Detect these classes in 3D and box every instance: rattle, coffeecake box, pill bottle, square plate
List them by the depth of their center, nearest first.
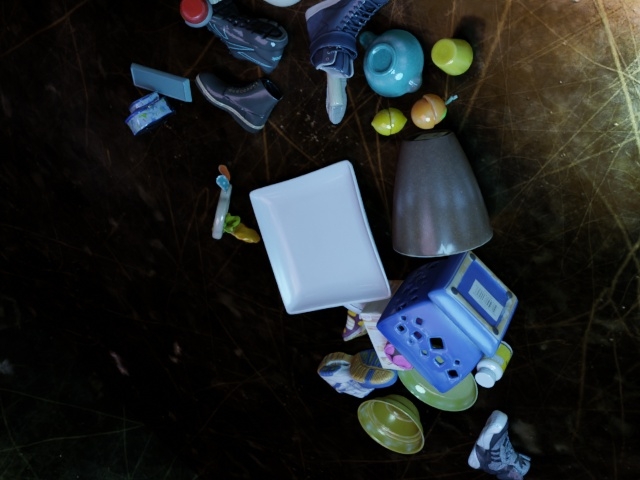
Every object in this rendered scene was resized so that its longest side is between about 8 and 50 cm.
[{"bbox_3d":[0.425,0.305,1.766,0.065,0.116,0.065,21,135,23],"label":"pill bottle"},{"bbox_3d":[0.000,0.000,1.813,0.344,0.049,0.347,-14,96,39],"label":"square plate"},{"bbox_3d":[0.189,0.218,1.853,0.068,0.142,0.185,-2,123,38],"label":"coffeecake box"},{"bbox_3d":[-0.226,-0.095,1.966,0.142,0.130,0.200,19,108,9],"label":"rattle"}]

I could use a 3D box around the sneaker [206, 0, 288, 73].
[{"bbox_3d":[-0.201,-0.466,1.602,0.267,0.101,0.106,32,140,12],"label":"sneaker"}]

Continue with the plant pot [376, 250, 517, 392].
[{"bbox_3d":[0.309,0.170,1.661,0.236,0.236,0.212,45,133,-3],"label":"plant pot"}]

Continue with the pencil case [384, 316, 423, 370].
[{"bbox_3d":[0.234,0.232,1.780,0.095,0.209,0.098,12,128,29],"label":"pencil case"}]

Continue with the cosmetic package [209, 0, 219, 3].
[{"bbox_3d":[-0.270,-0.665,1.476,0.160,0.113,0.309,17,134,27],"label":"cosmetic package"}]

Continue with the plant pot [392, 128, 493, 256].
[{"bbox_3d":[0.243,-0.111,1.509,0.215,0.215,0.230,2,111,36],"label":"plant pot"}]

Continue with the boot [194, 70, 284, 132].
[{"bbox_3d":[-0.190,-0.366,1.709,0.198,0.077,0.137,36,136,-13],"label":"boot"}]

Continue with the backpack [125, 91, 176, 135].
[{"bbox_3d":[-0.459,-0.334,1.892,0.084,0.114,0.105,56,151,-9],"label":"backpack"}]

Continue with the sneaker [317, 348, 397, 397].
[{"bbox_3d":[0.130,0.398,2.097,0.296,0.112,0.131,-5,130,50],"label":"sneaker"}]

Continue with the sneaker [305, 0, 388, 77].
[{"bbox_3d":[0.067,-0.406,1.373,0.226,0.163,0.086,-20,153,40],"label":"sneaker"}]

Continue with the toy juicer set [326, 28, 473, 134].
[{"bbox_3d":[0.134,-0.322,1.447,0.329,0.089,0.209,20,104,31],"label":"toy juicer set"}]

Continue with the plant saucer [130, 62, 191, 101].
[{"bbox_3d":[-0.422,-0.413,1.879,0.192,0.018,0.067,21,135,24],"label":"plant saucer"}]

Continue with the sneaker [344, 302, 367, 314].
[{"bbox_3d":[0.069,0.100,1.881,0.258,0.094,0.091,40,144,3],"label":"sneaker"}]

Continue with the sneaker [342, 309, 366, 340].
[{"bbox_3d":[0.103,0.219,1.989,0.084,0.069,0.185,66,150,13],"label":"sneaker"}]

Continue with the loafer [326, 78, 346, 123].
[{"bbox_3d":[0.032,-0.323,1.593,0.039,0.045,0.125,34,135,35],"label":"loafer"}]

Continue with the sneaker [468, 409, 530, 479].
[{"bbox_3d":[0.505,0.567,1.948,0.153,0.101,0.268,26,142,16],"label":"sneaker"}]

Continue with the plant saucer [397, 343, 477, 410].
[{"bbox_3d":[0.321,0.367,1.960,0.241,0.037,0.241,22,135,23],"label":"plant saucer"}]

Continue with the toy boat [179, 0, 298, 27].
[{"bbox_3d":[-0.159,-0.545,1.405,0.318,0.148,0.267,-43,104,6],"label":"toy boat"}]

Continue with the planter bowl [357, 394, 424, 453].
[{"bbox_3d":[0.226,0.525,2.128,0.217,0.090,0.217,21,135,23],"label":"planter bowl"}]
